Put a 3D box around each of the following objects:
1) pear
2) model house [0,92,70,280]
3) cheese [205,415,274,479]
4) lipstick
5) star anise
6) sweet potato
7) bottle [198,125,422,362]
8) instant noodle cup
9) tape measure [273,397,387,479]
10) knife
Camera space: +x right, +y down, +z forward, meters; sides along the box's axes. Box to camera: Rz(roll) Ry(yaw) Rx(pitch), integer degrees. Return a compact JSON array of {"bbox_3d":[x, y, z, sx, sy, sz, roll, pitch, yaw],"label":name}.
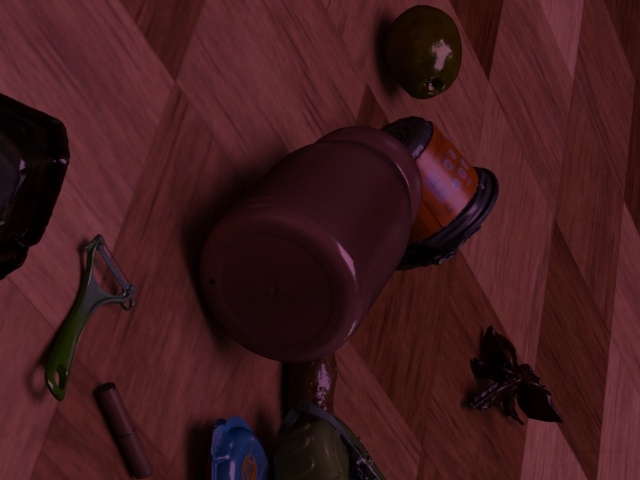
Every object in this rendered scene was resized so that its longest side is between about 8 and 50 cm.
[{"bbox_3d":[0.134,-0.249,1.968,0.107,0.107,0.131,42,35,-53],"label":"pear"},{"bbox_3d":[-0.255,-0.036,1.143,0.165,0.106,0.152,-64,169,11],"label":"model house"},{"bbox_3d":[-0.063,0.267,1.497,0.256,0.037,0.106,67,31,-42],"label":"cheese"},{"bbox_3d":[-0.172,0.167,1.321,0.019,0.019,0.094,-55,132,-54],"label":"lipstick"},{"bbox_3d":[0.260,0.224,2.156,0.140,0.144,0.158,20,45,-11],"label":"star anise"},{"bbox_3d":[-0.005,0.194,1.615,0.065,0.051,0.219,0,83,-49],"label":"sweet potato"},{"bbox_3d":[0.000,0.000,1.570,0.297,0.173,0.206,-54,162,-58],"label":"bottle"},{"bbox_3d":[0.107,-0.067,1.807,0.125,0.177,0.208,50,0,-23],"label":"instant noodle cup"},{"bbox_3d":[0.015,0.252,1.520,0.177,0.087,0.154,55,17,-14],"label":"tape measure"},{"bbox_3d":[-0.202,0.074,1.279,0.078,0.022,0.166,57,34,-30],"label":"knife"}]
